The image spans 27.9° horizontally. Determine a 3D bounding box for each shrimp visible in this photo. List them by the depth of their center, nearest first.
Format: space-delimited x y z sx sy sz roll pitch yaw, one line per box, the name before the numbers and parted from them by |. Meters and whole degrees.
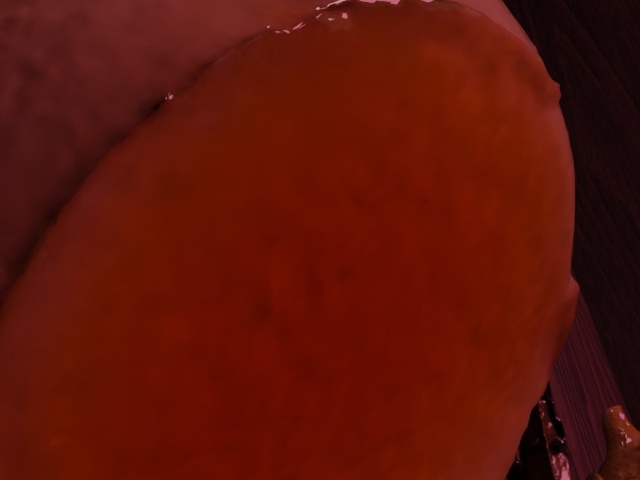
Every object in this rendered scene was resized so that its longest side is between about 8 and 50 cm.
shrimp | 0.237 0.243 1.395 0.117 0.066 0.262 -113 -170 -81

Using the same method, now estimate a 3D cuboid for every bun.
bun | -0.047 0.016 0.460 0.165 0.299 0.299 32 -9 39

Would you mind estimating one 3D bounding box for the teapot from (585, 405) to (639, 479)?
teapot | 0.356 0.342 1.482 0.203 0.167 0.311 97 -2 -67
